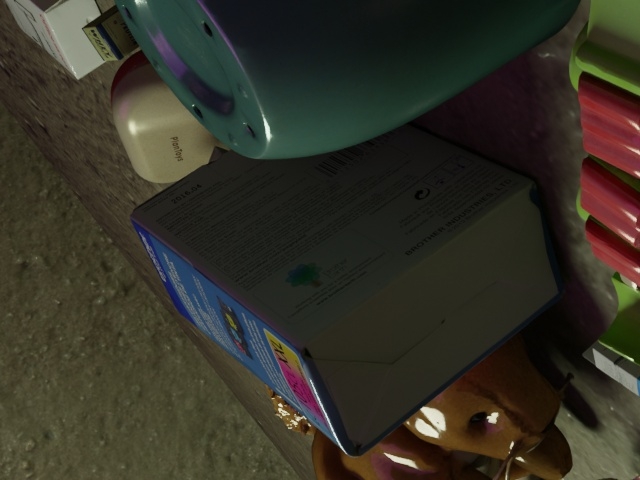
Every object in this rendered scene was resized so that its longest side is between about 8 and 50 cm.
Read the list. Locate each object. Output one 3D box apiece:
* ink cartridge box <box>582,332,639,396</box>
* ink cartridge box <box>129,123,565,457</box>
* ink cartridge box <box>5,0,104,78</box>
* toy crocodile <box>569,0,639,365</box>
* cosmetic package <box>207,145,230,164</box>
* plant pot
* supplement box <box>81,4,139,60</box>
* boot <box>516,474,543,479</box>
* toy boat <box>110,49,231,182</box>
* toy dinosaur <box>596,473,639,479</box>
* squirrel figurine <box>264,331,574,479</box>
[{"bbox_3d":[0.273,0.100,0.989,0.083,0.048,0.028,37,158,41],"label":"ink cartridge box"},{"bbox_3d":[0.000,0.000,1.121,0.395,0.270,0.151,34,151,48],"label":"ink cartridge box"},{"bbox_3d":[-0.435,-0.376,1.837,0.203,0.086,0.148,40,160,37],"label":"ink cartridge box"},{"bbox_3d":[0.212,-0.048,0.732,0.115,0.105,0.340,39,159,37],"label":"toy crocodile"},{"bbox_3d":[-0.102,-0.034,1.453,0.107,0.127,0.238,20,-170,-18],"label":"cosmetic package"},{"bbox_3d":[-0.006,-0.195,0.778,0.293,0.235,0.293,46,163,19],"label":"plant pot"},{"bbox_3d":[-0.273,-0.295,1.570,0.056,0.083,0.083,57,162,-21],"label":"supplement box"},{"bbox_3d":[0.291,0.332,1.478,0.087,0.042,0.118,39,162,20],"label":"boot"},{"bbox_3d":[-0.209,-0.194,1.574,0.231,0.151,0.151,82,175,-61],"label":"toy boat"},{"bbox_3d":[0.290,0.277,1.189,0.092,0.183,0.053,47,-159,-43],"label":"toy dinosaur"},{"bbox_3d":[0.091,0.160,1.247,0.397,0.281,0.370,43,156,21],"label":"squirrel figurine"}]
